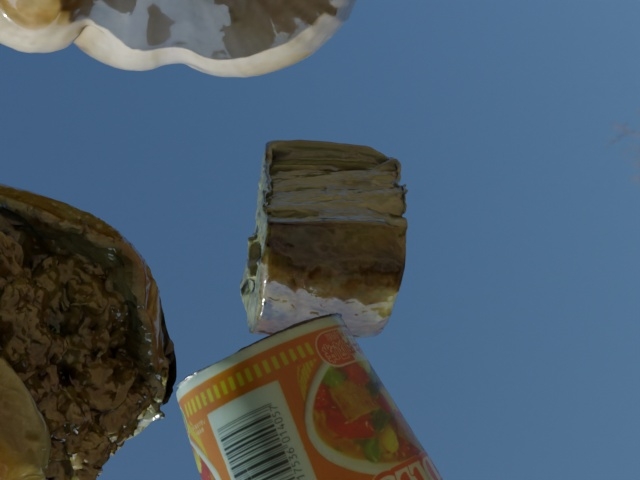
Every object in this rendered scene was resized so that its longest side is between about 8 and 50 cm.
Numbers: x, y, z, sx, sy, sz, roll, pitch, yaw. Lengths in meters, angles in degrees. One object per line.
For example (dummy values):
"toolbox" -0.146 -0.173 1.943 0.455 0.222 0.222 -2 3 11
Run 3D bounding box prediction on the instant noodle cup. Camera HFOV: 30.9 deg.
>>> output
"instant noodle cup" -0.001 0.151 0.696 0.168 0.168 0.185 -14 -106 -41

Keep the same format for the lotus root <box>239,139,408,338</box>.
"lotus root" 0.000 0.000 0.942 0.119 0.138 0.235 9 -155 -5

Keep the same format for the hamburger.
"hamburger" -0.160 0.067 0.553 0.131 0.159 0.185 -53 -31 -44

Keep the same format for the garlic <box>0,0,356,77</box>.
"garlic" -0.079 -0.185 0.664 0.203 0.281 0.185 -98 -7 -51
